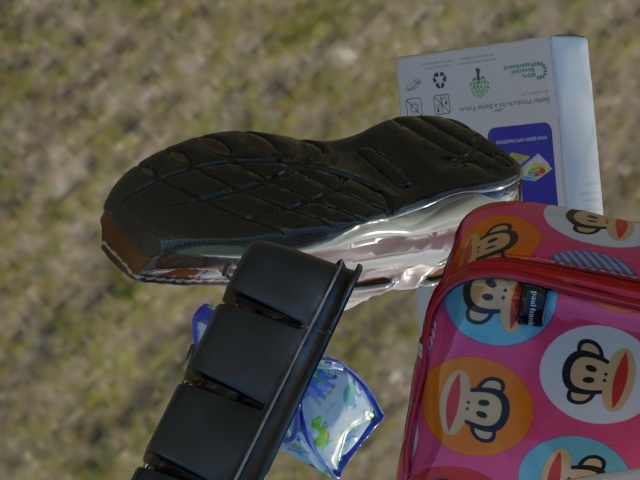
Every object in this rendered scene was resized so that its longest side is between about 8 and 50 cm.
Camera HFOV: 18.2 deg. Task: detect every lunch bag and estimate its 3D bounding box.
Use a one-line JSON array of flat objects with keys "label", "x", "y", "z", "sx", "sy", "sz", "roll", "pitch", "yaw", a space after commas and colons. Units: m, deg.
[{"label": "lunch bag", "x": -0.035, "y": 0.122, "z": 1.717, "sx": 0.096, "sy": 0.129, "sz": 0.151, "roll": -52, "pitch": 142, "yaw": -19}, {"label": "lunch bag", "x": 0.178, "y": 0.132, "z": 1.179, "sx": 0.120, "sy": 0.258, "sz": 0.293, "roll": -68, "pitch": 167, "yaw": -59}]

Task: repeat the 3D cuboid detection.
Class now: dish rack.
[{"label": "dish rack", "x": -0.070, "y": 0.125, "z": 1.151, "sx": 0.208, "sy": 0.074, "sz": 0.271, "roll": -63, "pitch": -179, "yaw": -25}]

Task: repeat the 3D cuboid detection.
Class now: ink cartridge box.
[{"label": "ink cartridge box", "x": 0.156, "y": 0.001, "z": 1.672, "sx": 0.065, "sy": 0.165, "sz": 0.332, "roll": -5, "pitch": 91, "yaw": -50}]

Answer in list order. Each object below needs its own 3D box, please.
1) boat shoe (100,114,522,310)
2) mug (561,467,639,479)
[{"label": "boat shoe", "x": 0.000, "y": 0.000, "z": 1.347, "sx": 0.324, "sy": 0.122, "sz": 0.120, "roll": -7, "pitch": 129, "yaw": -37}, {"label": "mug", "x": 0.223, "y": 0.276, "z": 0.951, "sx": 0.374, "sy": 0.328, "sz": 0.276, "roll": 0, "pitch": 165, "yaw": -23}]
